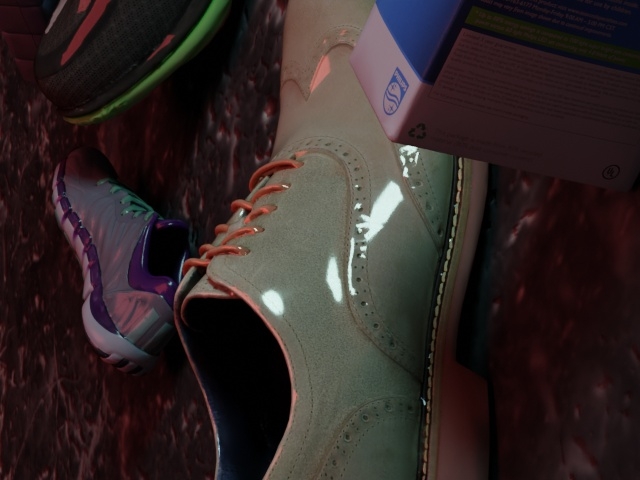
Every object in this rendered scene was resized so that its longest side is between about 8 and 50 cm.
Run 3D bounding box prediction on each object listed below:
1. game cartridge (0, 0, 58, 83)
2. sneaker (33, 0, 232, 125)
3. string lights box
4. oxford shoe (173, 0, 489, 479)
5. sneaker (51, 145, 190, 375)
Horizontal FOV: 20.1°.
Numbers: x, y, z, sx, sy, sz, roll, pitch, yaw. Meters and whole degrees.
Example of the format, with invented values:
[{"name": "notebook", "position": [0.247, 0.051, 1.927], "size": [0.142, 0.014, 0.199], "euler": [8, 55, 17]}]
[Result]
[{"name": "game cartridge", "position": [-0.209, -0.330, 1.458], "size": [0.230, 0.068, 0.355], "euler": [68, -154, -59]}, {"name": "sneaker", "position": [-0.132, -0.317, 1.296], "size": [0.185, 0.202, 0.482], "euler": [50, 125, 58]}, {"name": "string lights box", "position": [0.129, -0.154, 0.790], "size": [0.259, 0.133, 0.076], "euler": [-64, 30, 29]}, {"name": "oxford shoe", "position": [0.000, 0.000, 0.979], "size": [0.140, 0.147, 0.396], "euler": [-43, 44, 52]}, {"name": "sneaker", "position": [-0.136, -0.005, 1.364], "size": [0.098, 0.083, 0.223], "euler": [-41, 46, 22]}]
